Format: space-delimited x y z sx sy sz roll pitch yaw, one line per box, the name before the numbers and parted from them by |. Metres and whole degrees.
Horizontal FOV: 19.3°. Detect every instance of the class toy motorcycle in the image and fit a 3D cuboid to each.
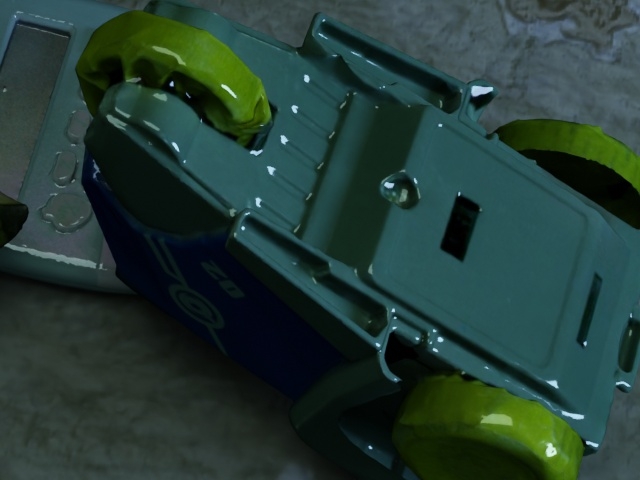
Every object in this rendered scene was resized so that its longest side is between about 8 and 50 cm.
toy motorcycle | 0.000 0.000 0.974 0.326 0.200 0.191 30 61 -18

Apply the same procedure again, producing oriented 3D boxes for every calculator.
calculator | -0.145 -0.058 1.097 0.295 0.042 0.184 14 62 0

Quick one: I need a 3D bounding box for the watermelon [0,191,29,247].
watermelon | -0.323 -0.022 1.017 0.303 0.128 0.159 26 24 28
